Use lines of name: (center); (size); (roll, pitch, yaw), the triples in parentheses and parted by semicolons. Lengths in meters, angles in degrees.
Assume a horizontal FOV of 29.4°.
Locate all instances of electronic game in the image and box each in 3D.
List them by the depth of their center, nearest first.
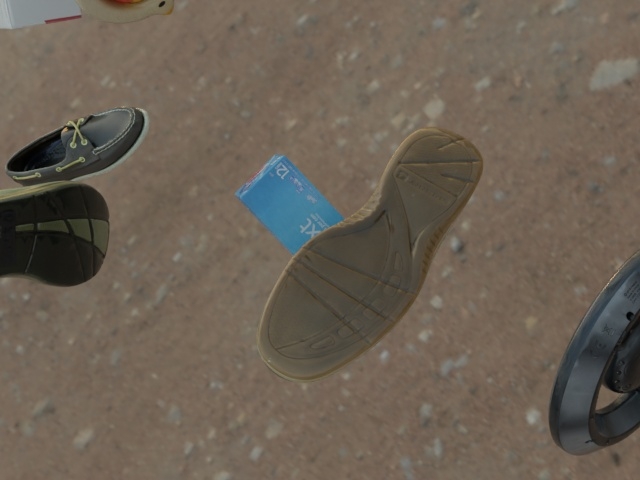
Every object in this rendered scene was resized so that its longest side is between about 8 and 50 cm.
electronic game: (0.284, 0.096, 1.112); (0.048, 0.229, 0.229); (33, 83, 35)

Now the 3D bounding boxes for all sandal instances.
sandal: (-0.345, -0.010, 1.319); (0.086, 0.303, 0.120); (16, 102, 36)

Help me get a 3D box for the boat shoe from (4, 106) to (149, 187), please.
boat shoe: (-0.344, -0.130, 1.720); (0.228, 0.069, 0.081); (-26, 57, 24)

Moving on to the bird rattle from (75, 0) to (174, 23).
bird rattle: (-0.237, -0.358, 1.522); (0.143, 0.253, 0.207); (45, 134, 29)

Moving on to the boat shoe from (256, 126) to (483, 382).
boat shoe: (0.051, 0.029, 1.263); (0.123, 0.123, 0.342); (31, 59, 9)

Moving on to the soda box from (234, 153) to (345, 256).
soda box: (0.000, 0.000, 1.391); (0.071, 0.210, 0.067); (-44, 10, -3)

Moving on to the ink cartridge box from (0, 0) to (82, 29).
ink cartridge box: (-0.428, -0.350, 1.795); (0.109, 0.063, 0.150); (-16, 17, -26)
